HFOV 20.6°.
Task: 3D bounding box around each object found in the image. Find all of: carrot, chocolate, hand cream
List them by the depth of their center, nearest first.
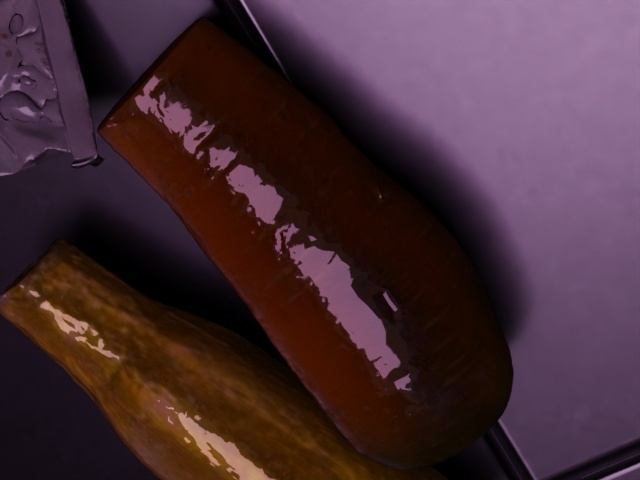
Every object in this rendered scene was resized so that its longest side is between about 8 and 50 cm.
[{"bbox_3d":[0.000,0.000,0.684,0.087,0.087,0.193,-33,99,22],"label":"carrot"},{"bbox_3d":[-0.035,0.078,0.725,0.219,0.085,0.085,39,115,-6],"label":"chocolate"},{"bbox_3d":[-0.207,-0.027,0.729,0.257,0.050,0.084,-22,74,22],"label":"hand cream"}]
